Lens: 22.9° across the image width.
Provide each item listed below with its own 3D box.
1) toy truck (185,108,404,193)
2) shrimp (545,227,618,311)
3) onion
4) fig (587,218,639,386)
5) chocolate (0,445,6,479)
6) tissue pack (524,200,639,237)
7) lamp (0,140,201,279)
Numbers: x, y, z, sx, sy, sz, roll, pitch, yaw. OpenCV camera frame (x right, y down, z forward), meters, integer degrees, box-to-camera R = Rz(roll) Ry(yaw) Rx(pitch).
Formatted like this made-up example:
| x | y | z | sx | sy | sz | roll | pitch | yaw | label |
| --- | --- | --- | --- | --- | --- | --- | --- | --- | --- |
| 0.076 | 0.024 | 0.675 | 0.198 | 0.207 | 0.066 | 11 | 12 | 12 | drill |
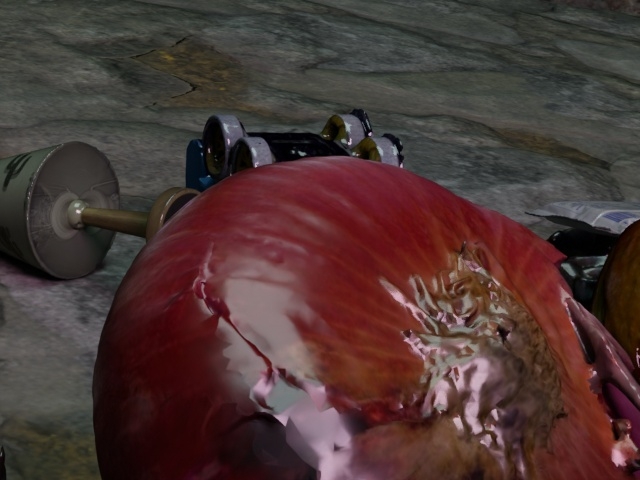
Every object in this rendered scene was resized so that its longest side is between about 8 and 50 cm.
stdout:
| x | y | z | sx | sy | sz | roll | pitch | yaw | label |
| --- | --- | --- | --- | --- | --- | --- | --- | --- | --- |
| 0.000 | 0.000 | 1.298 | 0.146 | 0.175 | 0.367 | -2 | 22 | -23 | toy truck |
| 0.315 | 0.027 | 1.508 | 0.445 | 0.085 | 0.272 | -4 | 18 | -39 | shrimp |
| 0.019 | 0.129 | 0.881 | 0.347 | 0.285 | 0.348 | 21 | 50 | -27 | onion |
| 0.271 | 0.081 | 1.183 | 0.190 | 0.191 | 0.290 | 19 | 27 | 27 | fig |
| -0.279 | 0.154 | 0.856 | 0.110 | 0.110 | 0.248 | 22 | 26 | 32 | chocolate |
| 0.305 | -0.018 | 1.487 | 0.193 | 0.026 | 0.122 | 1 | 10 | -32 | tissue pack |
| -0.197 | -0.024 | 1.349 | 0.214 | 0.121 | 0.121 | 8 | 16 | 35 | lamp |
